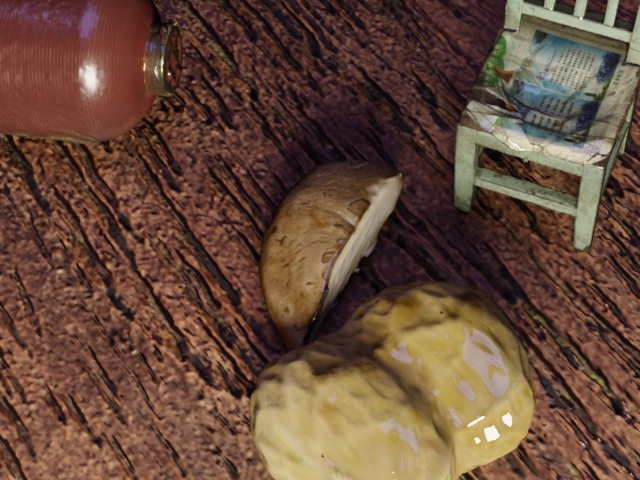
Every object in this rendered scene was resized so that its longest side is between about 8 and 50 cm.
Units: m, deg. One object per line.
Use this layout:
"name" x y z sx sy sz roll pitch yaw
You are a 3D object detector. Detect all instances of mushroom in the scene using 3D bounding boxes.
"mushroom" -0.001 0.000 1.244 0.094 0.072 0.209 19 59 25

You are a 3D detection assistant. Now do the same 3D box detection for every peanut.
"peanut" 0.062 0.130 1.128 0.233 0.110 0.197 -35 56 -19

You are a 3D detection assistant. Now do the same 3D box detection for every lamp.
"lamp" -0.259 -0.182 1.328 0.258 0.180 0.180 7 57 10

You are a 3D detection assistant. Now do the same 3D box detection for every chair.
"chair" 0.203 -0.132 1.203 0.136 0.270 0.147 19 58 14
